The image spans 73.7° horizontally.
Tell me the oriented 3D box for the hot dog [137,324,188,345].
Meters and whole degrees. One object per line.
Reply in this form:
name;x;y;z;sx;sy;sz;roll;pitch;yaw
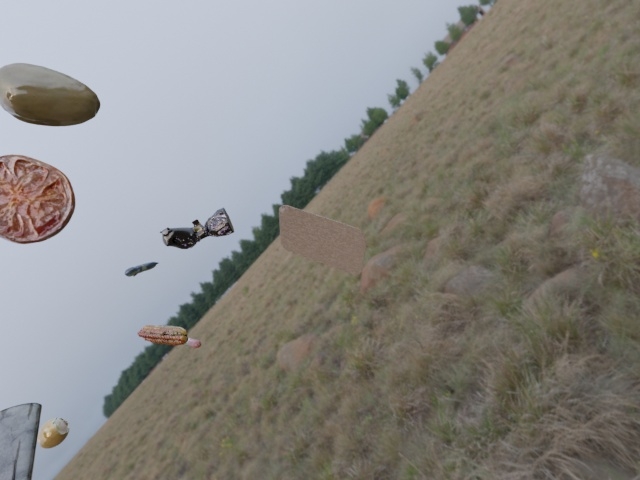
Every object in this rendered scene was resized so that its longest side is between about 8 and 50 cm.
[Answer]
hot dog;-0.440;0.265;1.191;0.038;0.144;0.062;-72;-16;-59

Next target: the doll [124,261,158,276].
doll;-0.561;0.088;1.345;0.037;0.027;0.125;-35;-7;28

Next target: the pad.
pad;0.000;0.000;1.205;0.002;0.266;0.176;-53;-25;-43

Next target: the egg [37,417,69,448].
egg;-0.825;0.595;1.313;0.096;0.080;0.080;-41;5;2

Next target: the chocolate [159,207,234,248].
chocolate;-0.266;-0.023;0.929;0.147;0.072;0.070;-15;40;-6

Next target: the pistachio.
pistachio;-0.618;-0.325;0.970;0.206;0.129;0.131;-6;-58;-41

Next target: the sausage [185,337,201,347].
sausage;-0.497;0.373;1.579;0.223;0.029;0.029;-6;36;47

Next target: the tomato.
tomato;-0.765;-0.098;1.096;0.236;0.237;0.095;-50;15;-29

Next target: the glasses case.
glasses case;-0.742;0.547;1.020;0.114;0.299;0.060;-16;-42;-10
